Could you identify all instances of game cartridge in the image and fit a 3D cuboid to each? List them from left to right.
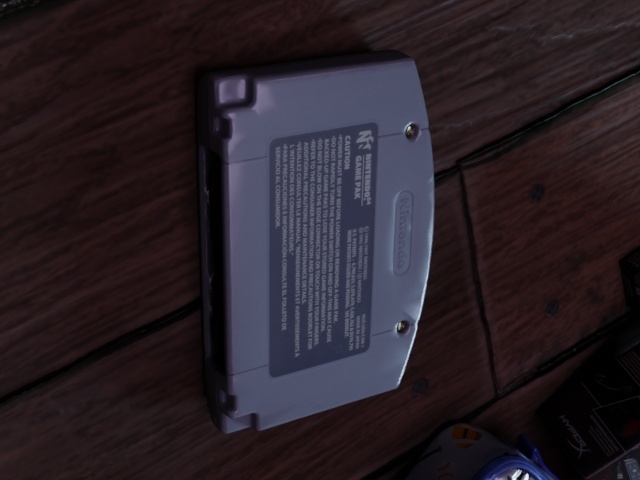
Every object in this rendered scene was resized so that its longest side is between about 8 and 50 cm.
[{"bbox_3d":[0.000,0.000,0.888,0.198,0.062,0.297,-14,117,-33],"label":"game cartridge"}]

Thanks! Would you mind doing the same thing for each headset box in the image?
[{"bbox_3d":[0.356,0.030,1.148,0.083,0.032,0.062,-32,125,-19],"label":"headset box"},{"bbox_3d":[0.408,0.188,1.154,0.293,0.110,0.218,-34,127,3],"label":"headset box"}]

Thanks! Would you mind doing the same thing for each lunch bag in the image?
[{"bbox_3d":[0.175,0.328,1.092,0.243,0.115,0.303,-50,122,-4],"label":"lunch bag"}]
